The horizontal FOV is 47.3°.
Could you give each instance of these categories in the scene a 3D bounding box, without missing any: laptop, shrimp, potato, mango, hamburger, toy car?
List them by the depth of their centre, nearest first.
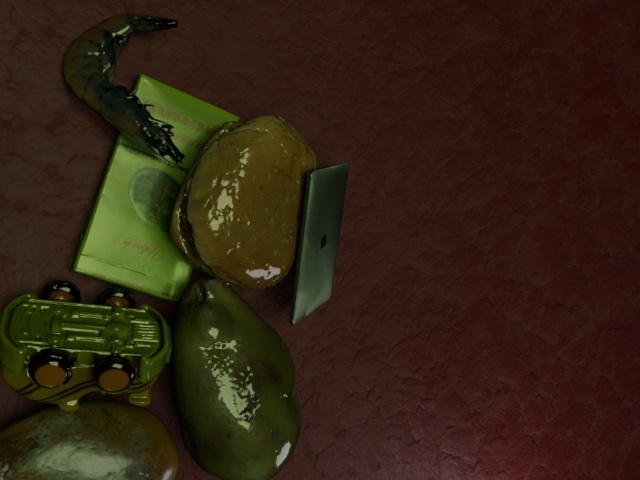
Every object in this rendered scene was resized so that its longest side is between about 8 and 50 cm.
[{"bbox_3d":[-0.353,0.171,1.089,0.248,0.200,0.142,9,117,-15],"label":"toy car"},{"bbox_3d":[-0.371,0.340,1.100,0.317,0.146,0.192,1,86,-25],"label":"mango"},{"bbox_3d":[-0.265,-0.252,1.140,0.262,0.051,0.198,43,82,6],"label":"shrimp"},{"bbox_3d":[-0.146,0.226,1.181,0.218,0.203,0.350,-48,127,-58],"label":"potato"},{"bbox_3d":[-0.110,-0.065,1.203,0.260,0.145,0.283,30,70,-46],"label":"hamburger"},{"bbox_3d":[0.000,0.000,1.280,0.188,0.015,0.268,-26,126,-65],"label":"laptop"}]

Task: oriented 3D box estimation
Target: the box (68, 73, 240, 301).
[{"bbox_3d":[-0.267,-0.082,1.203,0.187,0.047,0.334,21,80,-29],"label":"box"}]
